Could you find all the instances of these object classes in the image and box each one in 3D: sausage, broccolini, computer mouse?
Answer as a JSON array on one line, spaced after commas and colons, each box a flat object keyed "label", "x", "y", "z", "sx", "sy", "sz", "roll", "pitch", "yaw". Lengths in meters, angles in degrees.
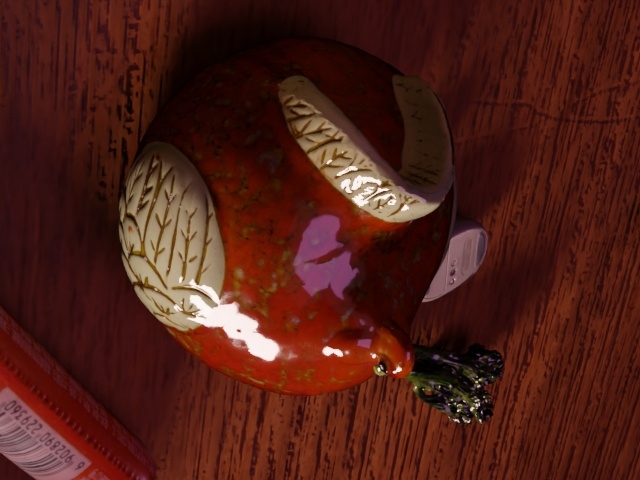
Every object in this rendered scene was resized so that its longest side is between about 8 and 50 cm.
[{"label": "sausage", "x": -0.185, "y": 0.126, "z": 1.013, "sx": 0.074, "sy": 0.074, "sz": 0.274, "roll": -43, "pitch": 137, "yaw": -7}, {"label": "broccolini", "x": 0.073, "y": 0.099, "z": 1.246, "sx": 0.201, "sy": 0.058, "sz": 0.074, "roll": 25, "pitch": 87, "yaw": -31}, {"label": "computer mouse", "x": 0.091, "y": 0.012, "z": 1.192, "sx": 0.096, "sy": 0.039, "sz": 0.066, "roll": -26, "pitch": 134, "yaw": -35}]

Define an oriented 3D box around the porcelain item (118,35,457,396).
[{"label": "porcelain item", "x": 0.000, "y": 0.000, "z": 0.965, "sx": 0.253, "sy": 0.253, "sz": 0.253, "roll": -22, "pitch": 131, "yaw": -28}]
